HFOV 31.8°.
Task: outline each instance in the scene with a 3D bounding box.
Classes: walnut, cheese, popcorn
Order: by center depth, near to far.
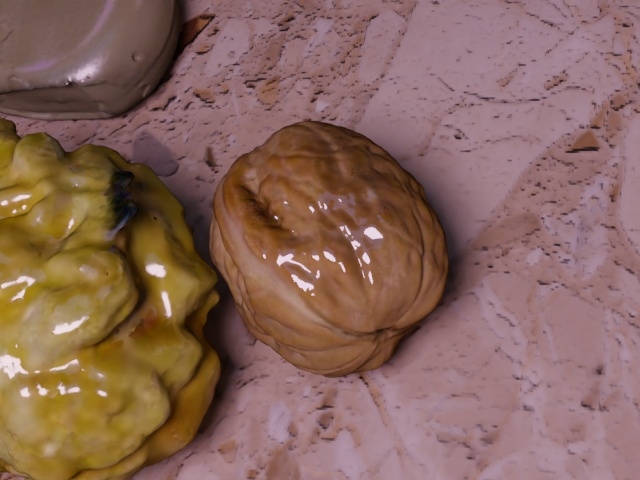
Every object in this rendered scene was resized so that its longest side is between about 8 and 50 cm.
[{"bbox_3d":[0.000,0.000,0.776,0.155,0.155,0.184,-35,56,-3],"label":"walnut"},{"bbox_3d":[-0.205,0.046,0.782,0.252,0.215,0.286,-30,53,-19],"label":"popcorn"},{"bbox_3d":[-0.206,-0.195,0.982,0.175,0.091,0.202,-5,60,16],"label":"cheese"}]
